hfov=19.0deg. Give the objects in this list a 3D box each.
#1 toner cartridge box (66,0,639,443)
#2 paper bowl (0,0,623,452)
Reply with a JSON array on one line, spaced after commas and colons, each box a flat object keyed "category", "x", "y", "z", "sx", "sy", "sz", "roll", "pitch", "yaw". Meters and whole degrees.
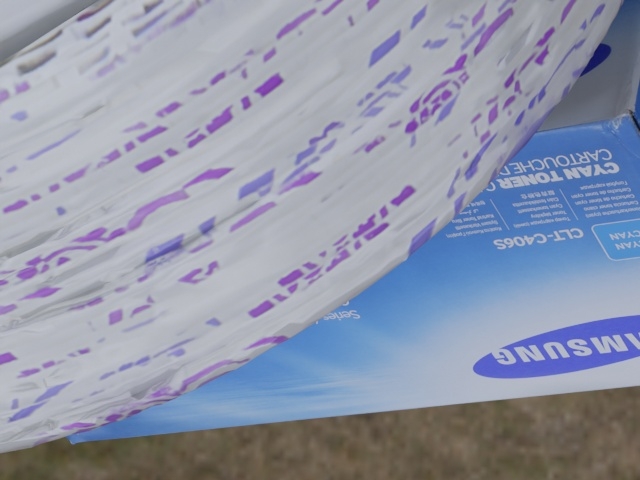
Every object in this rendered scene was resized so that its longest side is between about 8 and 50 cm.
[{"category": "toner cartridge box", "x": 0.000, "y": 0.000, "z": 0.811, "sx": 0.348, "sy": 0.075, "sz": 0.165, "roll": -9, "pitch": 139, "yaw": 29}, {"category": "paper bowl", "x": -0.079, "y": -0.105, "z": 0.418, "sx": 0.284, "sy": 0.284, "sz": 0.148, "roll": -12, "pitch": 135, "yaw": 22}]
